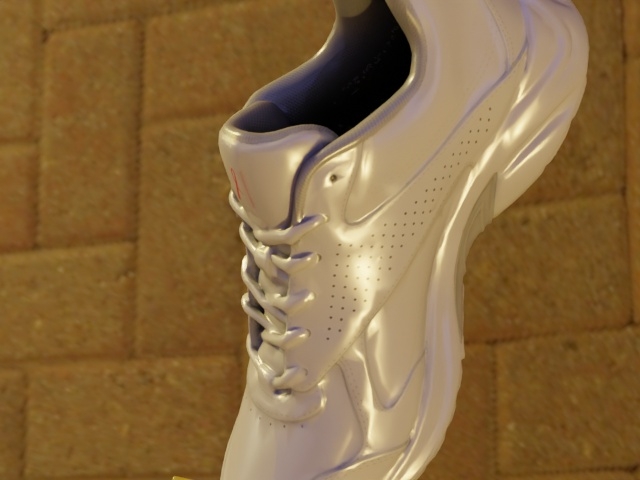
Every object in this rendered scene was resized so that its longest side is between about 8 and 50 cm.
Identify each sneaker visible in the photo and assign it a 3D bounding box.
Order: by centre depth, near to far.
[{"bbox_3d":[0.000,0.000,0.551,0.090,0.115,0.232,24,95,50],"label":"sneaker"}]

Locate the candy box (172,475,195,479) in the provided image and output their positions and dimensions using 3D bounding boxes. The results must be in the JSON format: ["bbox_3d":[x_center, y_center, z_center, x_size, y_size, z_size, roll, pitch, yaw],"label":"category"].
[{"bbox_3d":[-0.006,0.216,0.959,0.206,0.027,0.105,9,75,16],"label":"candy box"}]
